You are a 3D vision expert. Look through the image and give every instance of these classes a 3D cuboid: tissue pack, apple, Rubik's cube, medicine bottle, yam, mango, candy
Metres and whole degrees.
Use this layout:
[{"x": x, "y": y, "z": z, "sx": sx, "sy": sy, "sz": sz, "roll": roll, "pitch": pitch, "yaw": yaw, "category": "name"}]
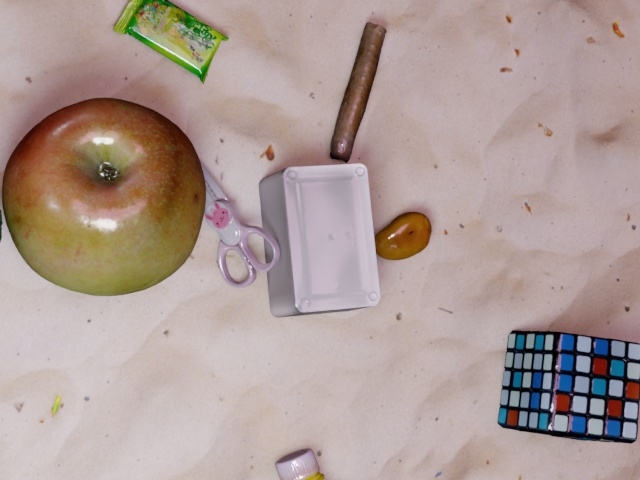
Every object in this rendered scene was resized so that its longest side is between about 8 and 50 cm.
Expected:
[{"x": -0.001, "y": 0.000, "z": 1.963, "sx": 0.159, "sy": 0.136, "sz": 0.246, "roll": -3, "pitch": 85, "yaw": -20, "category": "tissue pack"}, {"x": -0.327, "y": -0.070, "z": 1.783, "sx": 0.319, "sy": 0.277, "sz": 0.319, "roll": 3, "pitch": 82, "yaw": -18, "category": "apple"}, {"x": 0.446, "y": 0.261, "z": 2.062, "sx": 0.182, "sy": 0.187, "sz": 0.184, "roll": 11, "pitch": 82, "yaw": -18, "category": "Rubik's cube"}, {"x": -0.007, "y": 0.455, "z": 1.917, "sx": 0.122, "sy": 0.122, "sz": 0.212, "roll": -22, "pitch": 91, "yaw": -20, "category": "medicine bottle"}, {"x": 0.066, "y": -0.264, "z": 2.063, "sx": 0.046, "sy": 0.046, "sz": 0.264, "roll": 20, "pitch": 77, "yaw": -16, "category": "yam"}, {"x": 0.146, "y": -0.007, "z": 2.054, "sx": 0.114, "sy": 0.060, "sz": 0.080, "roll": -21, "pitch": 107, "yaw": -22, "category": "mango"}, {"x": -0.251, "y": -0.353, "z": 1.970, "sx": 0.178, "sy": 0.032, "sz": 0.102, "roll": 31, "pitch": 75, "yaw": -13, "category": "candy"}]

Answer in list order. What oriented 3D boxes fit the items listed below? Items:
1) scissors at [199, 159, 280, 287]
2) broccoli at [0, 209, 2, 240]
[{"x": -0.163, "y": -0.041, "z": 1.945, "sx": 0.242, "sy": 0.118, "sz": 0.030, "roll": 59, "pitch": 29, "yaw": 6, "category": "scissors"}, {"x": -0.614, "y": 0.002, "z": 1.676, "sx": 0.298, "sy": 0.297, "sz": 0.297, "roll": -3, "pitch": 71, "yaw": 8, "category": "broccoli"}]
